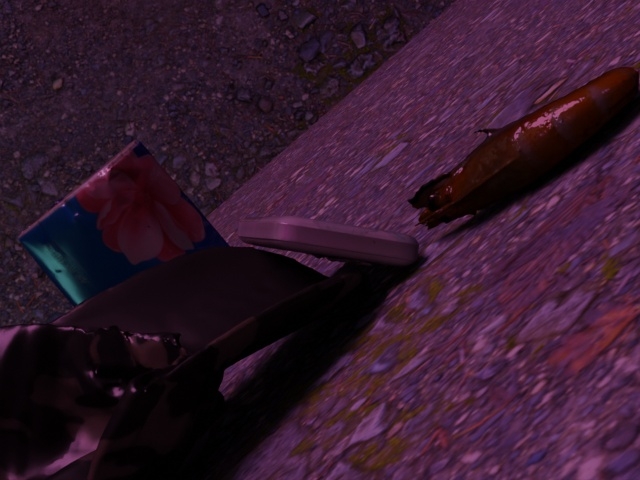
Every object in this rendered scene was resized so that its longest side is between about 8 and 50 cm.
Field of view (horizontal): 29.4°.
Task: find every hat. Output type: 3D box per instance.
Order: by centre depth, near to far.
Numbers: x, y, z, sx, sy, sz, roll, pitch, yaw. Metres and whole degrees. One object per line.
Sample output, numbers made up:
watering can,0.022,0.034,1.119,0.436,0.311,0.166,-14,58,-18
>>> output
hat,-0.138,0.146,1.153,0.381,0.257,0.366,-3,9,-30

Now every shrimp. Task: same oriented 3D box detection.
shrimp,0.187,-0.087,1.128,0.248,0.068,0.150,-31,-1,21

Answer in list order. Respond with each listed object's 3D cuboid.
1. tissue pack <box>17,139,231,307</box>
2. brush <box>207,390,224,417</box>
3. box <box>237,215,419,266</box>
tissue pack,-0.222,0.041,1.518,0.209,0.270,0.137,-29,15,38
brush,-0.225,0.229,1.273,0.297,0.060,0.068,-38,7,15
box,0.000,0.000,1.266,0.285,0.142,0.044,-174,91,-78
